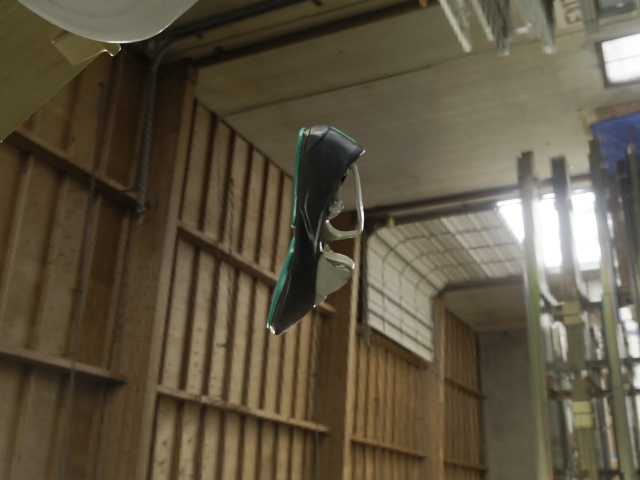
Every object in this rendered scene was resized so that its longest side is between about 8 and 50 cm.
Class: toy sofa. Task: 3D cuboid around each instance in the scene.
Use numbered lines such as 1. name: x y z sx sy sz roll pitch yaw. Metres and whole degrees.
1. toy sofa: -0.433 -0.191 0.936 0.150 0.362 0.177 49 179 -34

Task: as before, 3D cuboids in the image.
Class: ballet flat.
1. ballet flat: 0.000 0.000 0.680 0.074 0.074 0.203 -37 -39 -63

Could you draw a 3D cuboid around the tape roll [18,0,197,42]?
1. tape roll: -0.136 -0.281 0.513 0.169 0.246 0.246 -56 -46 -36
